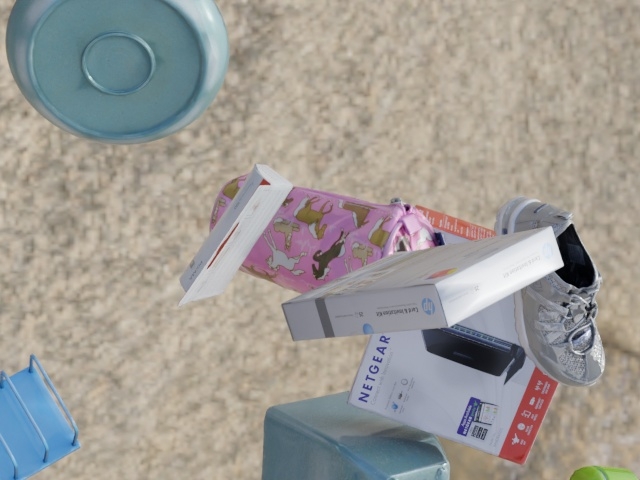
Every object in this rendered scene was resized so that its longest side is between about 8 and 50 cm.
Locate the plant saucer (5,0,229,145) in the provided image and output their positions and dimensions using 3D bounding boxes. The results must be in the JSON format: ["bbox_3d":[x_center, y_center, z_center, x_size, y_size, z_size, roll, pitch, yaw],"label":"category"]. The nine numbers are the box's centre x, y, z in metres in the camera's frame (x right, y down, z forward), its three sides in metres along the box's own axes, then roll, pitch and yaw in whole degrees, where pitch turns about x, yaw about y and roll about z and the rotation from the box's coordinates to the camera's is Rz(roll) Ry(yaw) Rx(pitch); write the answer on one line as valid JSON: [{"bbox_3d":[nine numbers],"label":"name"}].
[{"bbox_3d":[-0.287,-0.259,1.773,0.317,0.317,0.044,52,18,-36],"label":"plant saucer"}]

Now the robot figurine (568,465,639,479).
[{"bbox_3d":[0.371,0.329,1.629,0.115,0.101,0.067,10,100,-30],"label":"robot figurine"}]

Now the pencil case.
[{"bbox_3d":[0.000,0.000,1.887,0.167,0.386,0.160,-56,134,-21],"label":"pencil case"}]

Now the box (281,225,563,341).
[{"bbox_3d":[0.080,0.036,1.014,0.145,0.186,0.038,-23,97,-40],"label":"box"}]

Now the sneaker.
[{"bbox_3d":[0.313,0.078,1.610,0.105,0.115,0.281,-38,115,-26],"label":"sneaker"}]

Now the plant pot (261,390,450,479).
[{"bbox_3d":[0.073,0.407,2.057,0.247,0.252,0.248,-5,103,-39],"label":"plant pot"}]

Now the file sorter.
[{"bbox_3d":[-0.380,0.225,1.452,0.170,0.104,0.118,-29,80,-22],"label":"file sorter"}]

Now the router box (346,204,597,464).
[{"bbox_3d":[0.234,0.151,1.953,0.082,0.301,0.335,-68,176,-69],"label":"router box"}]

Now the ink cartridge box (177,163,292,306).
[{"bbox_3d":[-0.124,-0.011,1.628,0.189,0.066,0.232,-56,170,7],"label":"ink cartridge box"}]
